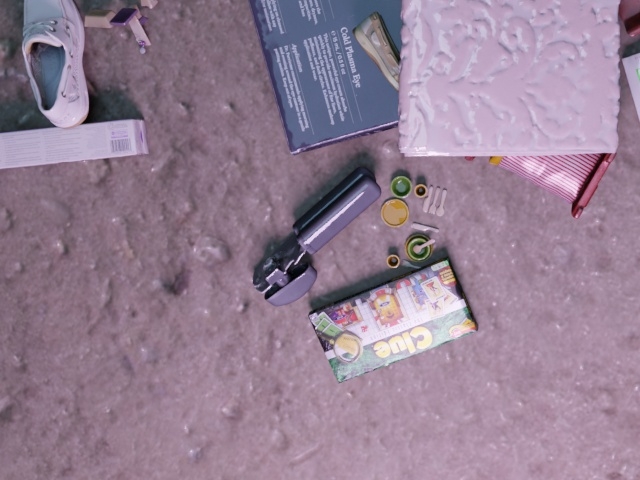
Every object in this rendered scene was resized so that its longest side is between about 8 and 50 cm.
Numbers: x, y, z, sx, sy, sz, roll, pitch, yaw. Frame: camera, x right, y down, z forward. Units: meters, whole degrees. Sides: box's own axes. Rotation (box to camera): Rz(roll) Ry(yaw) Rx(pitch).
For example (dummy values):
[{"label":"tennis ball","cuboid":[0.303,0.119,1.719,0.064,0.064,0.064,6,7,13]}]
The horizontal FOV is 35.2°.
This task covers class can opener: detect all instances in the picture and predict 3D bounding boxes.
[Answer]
[{"label":"can opener","cuboid":[0.000,0.000,1.715,0.283,0.076,0.095,-41,120,12]}]

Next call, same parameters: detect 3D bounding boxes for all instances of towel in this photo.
[{"label":"towel","cuboid":[0.268,-0.285,1.431,0.316,0.053,0.332,0,95,-4]}]

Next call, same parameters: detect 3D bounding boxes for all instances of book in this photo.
[{"label":"book","cuboid":[0.542,-0.233,1.590,0.096,0.035,0.144,-17,94,18]}]

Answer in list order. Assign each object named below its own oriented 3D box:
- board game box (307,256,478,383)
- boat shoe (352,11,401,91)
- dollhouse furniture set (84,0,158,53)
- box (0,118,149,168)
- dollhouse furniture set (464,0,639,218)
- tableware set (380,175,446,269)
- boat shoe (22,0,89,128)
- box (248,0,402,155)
[{"label":"board game box","cuboid":[0.122,0.138,1.713,0.259,0.030,0.136,-23,100,13]},{"label":"boat shoe","cuboid":[0.110,-0.264,1.475,0.048,0.056,0.153,-40,82,17]},{"label":"dollhouse furniture set","cuboid":[-0.341,-0.375,1.754,0.114,0.091,0.081,11,142,31]},{"label":"box","cuboid":[-0.465,-0.168,1.776,0.323,0.063,0.067,-5,95,12]},{"label":"dollhouse furniture set","cuboid":[0.392,-0.252,1.533,0.201,0.152,0.374,27,108,7]},{"label":"tableware set","cuboid":[0.148,-0.027,1.695,0.104,0.024,0.154,16,100,9]},{"label":"boat shoe","cuboid":[-0.460,-0.332,1.715,0.098,0.096,0.277,-18,77,12]},{"label":"box","cuboid":[0.071,-0.341,1.591,0.312,0.179,0.343,-14,95,13]}]
